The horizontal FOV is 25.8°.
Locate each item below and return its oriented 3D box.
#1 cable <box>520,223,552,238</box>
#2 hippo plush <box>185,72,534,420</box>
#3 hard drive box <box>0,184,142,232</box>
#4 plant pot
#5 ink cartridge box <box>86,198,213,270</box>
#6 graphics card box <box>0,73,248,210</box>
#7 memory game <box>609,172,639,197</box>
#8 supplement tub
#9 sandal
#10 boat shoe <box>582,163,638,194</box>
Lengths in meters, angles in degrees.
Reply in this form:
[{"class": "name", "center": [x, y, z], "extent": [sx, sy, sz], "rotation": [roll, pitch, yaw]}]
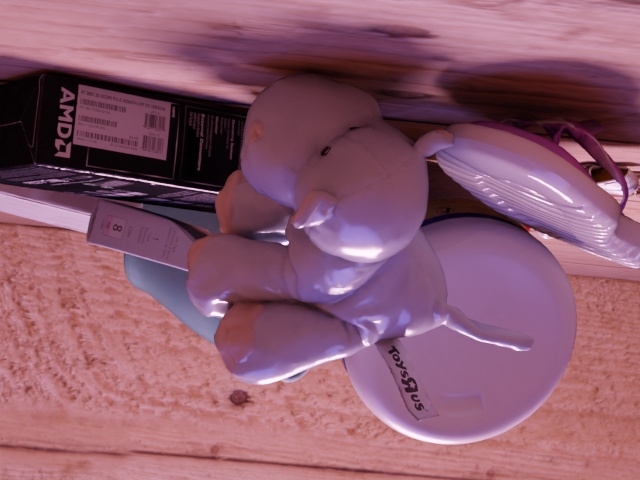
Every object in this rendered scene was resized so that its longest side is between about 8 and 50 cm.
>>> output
[{"class": "cable", "center": [0.295, -0.020, 1.879], "extent": [0.139, 0.072, 0.287], "rotation": [-14, 170, 13]}, {"class": "hippo plush", "center": [0.000, 0.000, 1.166], "extent": [0.234, 0.294, 0.237], "rotation": [-34, 154, -12]}, {"class": "hard drive box", "center": [-0.334, -0.074, 1.740], "extent": [0.181, 0.089, 0.232], "rotation": [15, 173, -23]}, {"class": "plant pot", "center": [-0.110, 0.019, 1.859], "extent": [0.255, 0.272, 0.271], "rotation": [18, -179, 19]}, {"class": "ink cartridge box", "center": [-0.124, 0.014, 1.552], "extent": [0.232, 0.066, 0.189], "rotation": [13, 179, 7]}, {"class": "graphics card box", "center": [-0.167, -0.087, 1.440], "extent": [0.370, 0.094, 0.232], "rotation": [6, 177, -34]}, {"class": "memory game", "center": [0.386, -0.064, 1.670], "extent": [0.186, 0.012, 0.186], "rotation": [5, 176, 0]}, {"class": "supplement tub", "center": [0.113, 0.049, 1.515], "extent": [0.241, 0.241, 0.331], "rotation": [6, -164, -14]}, {"class": "sandal", "center": [0.215, -0.065, 1.273], "extent": [0.169, 0.102, 0.416], "rotation": [21, 178, 22]}, {"class": "boat shoe", "center": [0.302, -0.071, 1.556], "extent": [0.100, 0.035, 0.035], "rotation": [7, 151, 36]}]
